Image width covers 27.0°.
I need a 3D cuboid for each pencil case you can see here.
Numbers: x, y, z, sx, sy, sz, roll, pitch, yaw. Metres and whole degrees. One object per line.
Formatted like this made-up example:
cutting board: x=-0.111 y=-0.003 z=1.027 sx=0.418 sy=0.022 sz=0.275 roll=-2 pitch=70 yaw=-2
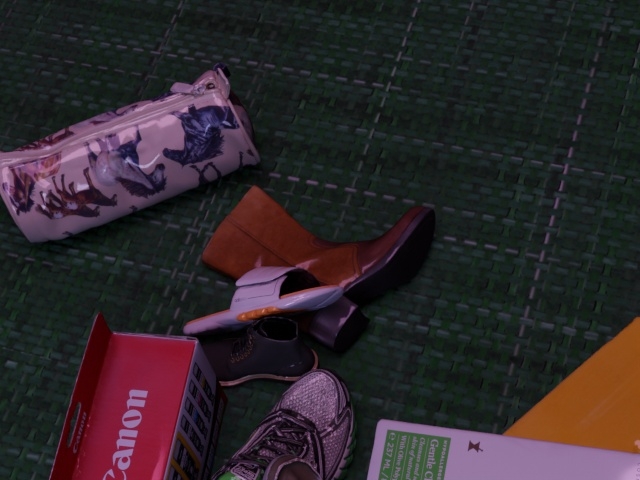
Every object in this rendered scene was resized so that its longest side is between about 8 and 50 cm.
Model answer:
pencil case: x=-0.306 y=-0.131 z=2.038 sx=0.410 sy=0.183 sz=0.160 roll=-21 pitch=42 yaw=-2

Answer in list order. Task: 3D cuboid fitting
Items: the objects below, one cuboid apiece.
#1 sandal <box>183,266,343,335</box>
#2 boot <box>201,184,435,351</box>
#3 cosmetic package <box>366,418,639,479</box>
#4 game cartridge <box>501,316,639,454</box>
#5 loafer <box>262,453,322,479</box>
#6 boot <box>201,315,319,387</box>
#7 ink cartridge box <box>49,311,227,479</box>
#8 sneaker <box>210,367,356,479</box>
sandal: x=-0.094 y=0.077 z=1.875 sx=0.265 sy=0.102 sz=0.076 roll=-16 pitch=79 yaw=32
boot: x=0.000 y=0.000 z=1.980 sx=0.280 sy=0.096 sz=0.264 roll=34 pitch=83 yaw=31
cosmetic package: x=0.246 y=0.347 z=1.638 sx=0.366 sy=0.155 sz=0.196 roll=3 pitch=70 yaw=23
game cartridge: x=0.422 y=0.285 z=1.756 sx=0.324 sy=0.052 sz=0.285 roll=-37 pitch=61 yaw=-15
loafer: x=-0.003 y=0.378 z=1.642 sx=0.094 sy=0.087 sz=0.251 roll=-5 pitch=66 yaw=-30
boot: x=-0.109 y=0.145 z=1.869 sx=0.198 sy=0.137 sz=0.076 roll=-4 pitch=60 yaw=8
ink cartridge box: x=-0.235 y=0.287 z=1.728 sx=0.130 sy=0.272 sz=0.309 roll=4 pitch=61 yaw=12
sneaker: x=-0.061 y=0.313 z=1.758 sx=0.134 sy=0.146 sz=0.343 roll=22 pitch=65 yaw=20
